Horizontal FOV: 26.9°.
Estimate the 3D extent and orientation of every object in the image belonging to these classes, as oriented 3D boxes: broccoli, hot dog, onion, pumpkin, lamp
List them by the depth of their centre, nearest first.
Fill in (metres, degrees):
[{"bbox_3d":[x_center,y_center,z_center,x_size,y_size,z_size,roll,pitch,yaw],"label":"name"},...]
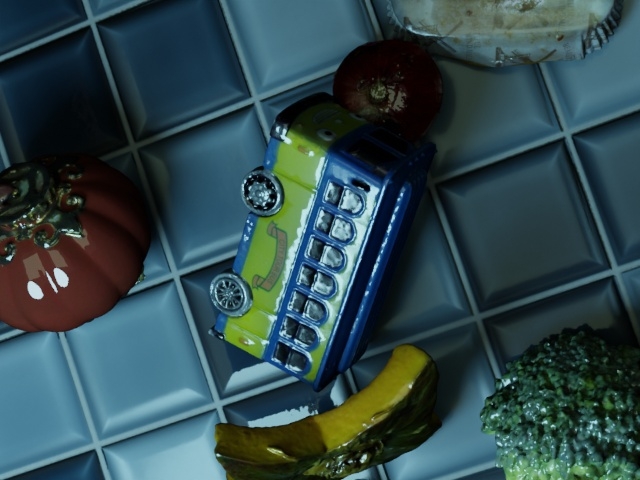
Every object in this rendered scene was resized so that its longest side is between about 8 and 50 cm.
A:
[{"bbox_3d":[0.313,0.228,1.436,0.247,0.263,0.243,-31,114,-18],"label":"broccoli"},{"bbox_3d":[0.008,0.220,1.483,0.258,0.290,0.095,-19,72,-3],"label":"pumpkin"},{"bbox_3d":[0.206,-0.268,1.514,0.268,0.075,0.144,5,96,10],"label":"hot dog"},{"bbox_3d":[0.079,-0.167,1.522,0.131,0.131,0.131,0,90,13],"label":"onion"},{"bbox_3d":[-0.311,-0.002,1.561,0.227,0.227,0.227,0,90,13],"label":"lamp"}]

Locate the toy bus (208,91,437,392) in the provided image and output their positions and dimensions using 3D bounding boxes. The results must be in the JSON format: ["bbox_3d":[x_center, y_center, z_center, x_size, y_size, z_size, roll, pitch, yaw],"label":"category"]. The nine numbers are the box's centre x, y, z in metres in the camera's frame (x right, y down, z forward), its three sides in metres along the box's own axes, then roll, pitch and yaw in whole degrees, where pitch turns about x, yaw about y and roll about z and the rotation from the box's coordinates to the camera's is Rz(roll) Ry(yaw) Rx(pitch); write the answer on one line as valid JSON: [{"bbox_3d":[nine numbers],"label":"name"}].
[{"bbox_3d":[0.000,0.000,1.478,0.175,0.138,0.288,27,118,17],"label":"toy bus"}]
